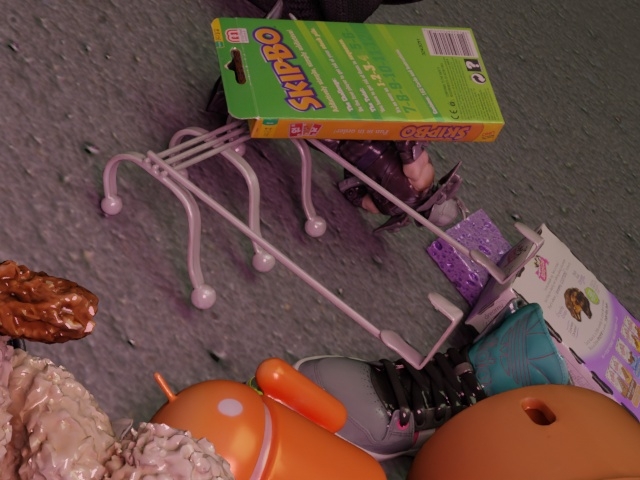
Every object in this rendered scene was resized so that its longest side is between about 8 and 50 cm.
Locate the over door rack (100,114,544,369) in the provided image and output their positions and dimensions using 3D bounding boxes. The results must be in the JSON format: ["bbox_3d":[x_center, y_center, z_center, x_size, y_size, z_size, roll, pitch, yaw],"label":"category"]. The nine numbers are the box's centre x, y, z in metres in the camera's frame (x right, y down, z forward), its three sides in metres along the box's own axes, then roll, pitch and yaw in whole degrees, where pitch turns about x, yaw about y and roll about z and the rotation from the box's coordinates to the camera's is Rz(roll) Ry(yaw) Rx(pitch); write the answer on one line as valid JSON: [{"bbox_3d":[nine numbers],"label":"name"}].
[{"bbox_3d":[0.000,0.000,1.190,0.324,0.108,0.239,27,26,16],"label":"over door rack"}]

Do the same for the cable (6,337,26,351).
[{"bbox_3d":[-0.249,0.027,0.903,0.150,0.047,0.184,51,21,-64],"label":"cable"}]

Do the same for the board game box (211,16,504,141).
[{"bbox_3d":[0.031,-0.147,1.257,0.259,0.039,0.124,1,53,-20],"label":"board game box"}]

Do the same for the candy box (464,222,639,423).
[{"bbox_3d":[0.258,0.100,1.430,0.196,0.070,0.165,46,32,-3],"label":"candy box"}]

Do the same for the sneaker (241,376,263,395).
[{"bbox_3d":[-0.044,0.144,1.096,0.083,0.035,0.031,62,35,-19],"label":"sneaker"}]

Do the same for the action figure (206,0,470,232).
[{"bbox_3d":[0.035,-0.103,1.356,0.285,0.185,0.099,36,53,-9],"label":"action figure"}]

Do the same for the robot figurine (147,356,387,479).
[{"bbox_3d":[-0.041,0.180,0.961,0.219,0.158,0.128,33,11,-25],"label":"robot figurine"}]

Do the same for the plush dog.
[{"bbox_3d":[-0.204,0.103,0.719,0.210,0.262,0.225,53,-13,48],"label":"plush dog"}]

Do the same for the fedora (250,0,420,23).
[{"bbox_3d":[-0.019,-0.339,1.530,0.334,0.334,0.152,37,67,-18],"label":"fedora"}]

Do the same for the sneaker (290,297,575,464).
[{"bbox_3d":[0.120,0.122,1.181,0.295,0.178,0.124,16,43,-42],"label":"sneaker"}]

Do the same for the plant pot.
[{"bbox_3d":[0.178,0.246,1.029,0.291,0.291,0.203,29,25,-29],"label":"plant pot"}]

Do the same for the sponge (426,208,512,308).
[{"bbox_3d":[0.211,0.067,1.507,0.210,0.031,0.117,52,31,7],"label":"sponge"}]
